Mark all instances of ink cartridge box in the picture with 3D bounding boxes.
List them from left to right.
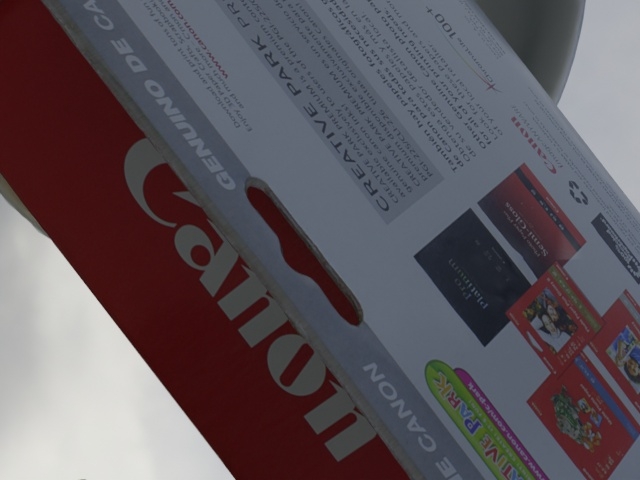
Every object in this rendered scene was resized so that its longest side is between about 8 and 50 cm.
[{"bbox_3d":[0.000,0.000,0.742,0.130,0.309,0.272,-38,179,33],"label":"ink cartridge box"}]

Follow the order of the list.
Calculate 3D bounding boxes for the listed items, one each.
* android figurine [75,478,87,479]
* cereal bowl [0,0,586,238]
[{"bbox_3d":[-0.100,0.164,0.683,0.248,0.273,0.056,29,-68,31],"label":"android figurine"},{"bbox_3d":[-0.039,-0.139,0.948,0.339,0.339,0.141,-62,-170,0],"label":"cereal bowl"}]
